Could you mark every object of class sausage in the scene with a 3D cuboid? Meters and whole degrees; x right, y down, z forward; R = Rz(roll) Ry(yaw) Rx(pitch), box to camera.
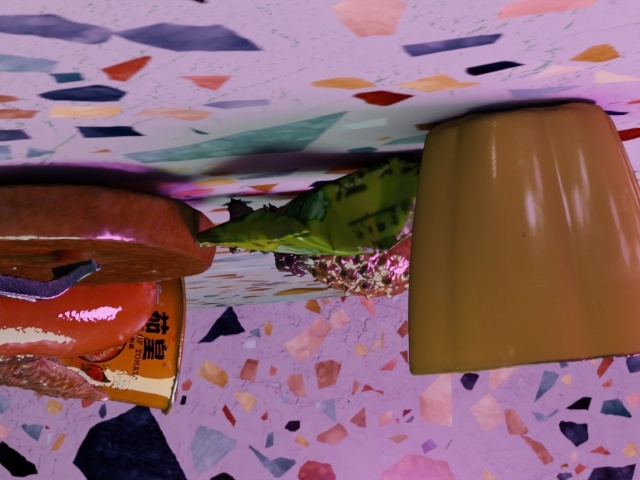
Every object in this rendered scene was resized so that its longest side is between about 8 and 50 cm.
[{"bbox_3d":[-0.295,0.059,1.270,0.258,0.133,0.133,2,171,-32],"label":"sausage"}]

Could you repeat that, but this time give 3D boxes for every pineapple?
[{"bbox_3d":[0.000,0.000,1.152,0.197,0.108,0.108,8,169,-27],"label":"pineapple"}]

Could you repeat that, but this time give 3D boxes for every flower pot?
[{"bbox_3d":[0.151,0.001,0.867,0.195,0.179,0.195,-5,176,0],"label":"flower pot"}]

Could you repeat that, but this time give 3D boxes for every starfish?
[{"bbox_3d":[-0.398,0.108,1.421,0.398,0.132,0.384,-9,160,-16],"label":"starfish"}]

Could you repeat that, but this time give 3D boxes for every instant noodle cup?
[{"bbox_3d":[-0.285,0.130,1.680,0.172,0.216,0.216,5,172,-15],"label":"instant noodle cup"}]

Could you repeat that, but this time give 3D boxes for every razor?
[{"bbox_3d":[-0.263,0.029,0.930,0.190,0.033,0.066,6,169,-44],"label":"razor"}]

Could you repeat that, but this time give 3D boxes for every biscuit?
[{"bbox_3d":[-0.254,-0.003,1.046,0.314,0.063,0.367,-2,173,7],"label":"biscuit"}]

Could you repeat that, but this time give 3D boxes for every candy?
[{"bbox_3d":[0.033,-0.023,0.990,0.246,0.069,0.149,-21,-176,-27],"label":"candy"}]
